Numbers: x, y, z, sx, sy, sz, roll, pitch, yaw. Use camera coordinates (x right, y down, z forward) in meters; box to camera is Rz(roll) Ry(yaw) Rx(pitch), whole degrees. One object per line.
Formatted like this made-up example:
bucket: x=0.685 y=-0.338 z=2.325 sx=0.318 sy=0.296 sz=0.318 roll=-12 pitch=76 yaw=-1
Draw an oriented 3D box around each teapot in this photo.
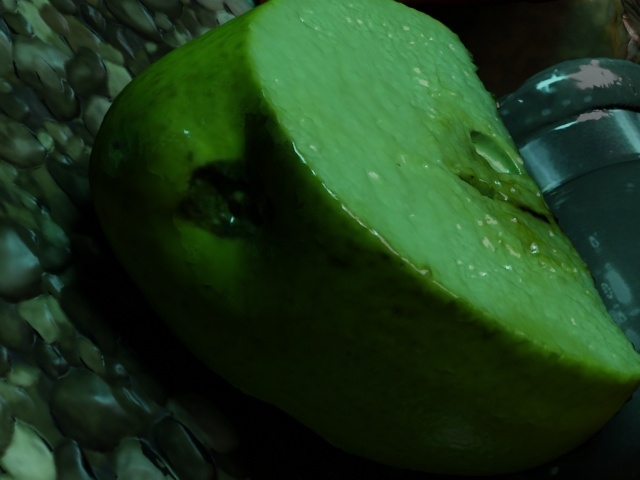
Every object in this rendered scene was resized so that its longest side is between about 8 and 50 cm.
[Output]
teapot: x=0.203 y=0.013 z=1.061 sx=0.305 sy=0.223 sz=0.285 roll=-15 pitch=58 yaw=-19

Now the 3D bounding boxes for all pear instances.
pear: x=0.000 y=0.000 z=0.904 sx=0.292 sy=0.159 sz=0.292 roll=36 pitch=27 yaw=-21

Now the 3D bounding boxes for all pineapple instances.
pineapple: x=0.140 y=-0.210 z=1.428 sx=0.169 sy=0.169 sz=0.340 roll=37 pitch=21 yaw=-26

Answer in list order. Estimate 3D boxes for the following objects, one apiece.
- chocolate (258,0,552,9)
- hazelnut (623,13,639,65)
chocolate: x=0.071 y=-0.260 z=1.269 sx=0.235 sy=0.237 sz=0.108 roll=-85 pitch=170 yaw=-54
hazelnut: x=0.255 y=-0.167 z=1.608 sx=0.086 sy=0.086 sz=0.086 roll=37 pitch=29 yaw=-25
